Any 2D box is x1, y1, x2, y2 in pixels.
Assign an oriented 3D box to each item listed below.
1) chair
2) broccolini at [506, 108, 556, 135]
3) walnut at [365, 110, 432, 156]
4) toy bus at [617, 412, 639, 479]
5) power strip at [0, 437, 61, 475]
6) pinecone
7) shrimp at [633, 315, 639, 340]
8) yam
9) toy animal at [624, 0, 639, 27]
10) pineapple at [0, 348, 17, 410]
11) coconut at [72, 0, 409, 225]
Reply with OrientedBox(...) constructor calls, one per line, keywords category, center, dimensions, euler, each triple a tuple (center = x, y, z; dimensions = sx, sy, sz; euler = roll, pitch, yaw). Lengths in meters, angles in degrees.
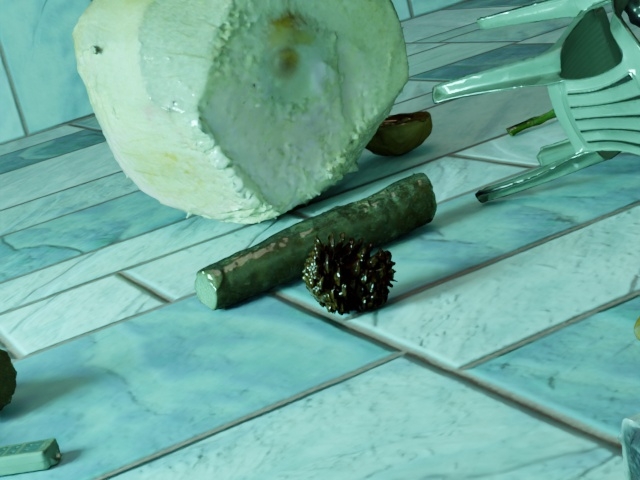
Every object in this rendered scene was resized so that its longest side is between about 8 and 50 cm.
OrientedBox(category="chair", center=(0.271, -0.141, 1.304), dimensions=(0.274, 0.203, 0.190), euler=(-12, 24, 43))
OrientedBox(category="broccolini", center=(0.311, -0.163, 1.678), dimensions=(0.140, 0.030, 0.035), euler=(-23, 52, -14))
OrientedBox(category="walnut", center=(0.102, -0.142, 1.732), dimensions=(0.091, 0.052, 0.121), euler=(-25, 20, -40))
OrientedBox(category="toy bus", center=(0.266, 0.128, 0.476), dimensions=(0.138, 0.097, 0.342), euler=(-19, 15, -24))
OrientedBox(category="power strip", center=(-0.239, 0.168, 0.975), dimensions=(0.083, 0.017, 0.027), euler=(-10, 14, 13))
OrientedBox(category="pinecone", center=(0.025, 0.029, 1.127), dimensions=(0.083, 0.077, 0.077), euler=(-5, 14, -5))
OrientedBox(category="shrimp", center=(0.273, 0.058, 0.885), dimensions=(0.108, 0.023, 0.059), euler=(-10, 25, 16))
OrientedBox(category="yam", center=(0.000, 0.000, 1.293), dimensions=(0.274, 0.061, 0.061), euler=(-22, 16, -24))
OrientedBox(category="toy animal", center=(0.472, -0.273, 1.339), dimensions=(0.310, 0.251, 0.251), euler=(17, 16, -1))
OrientedBox(category="pineapple", center=(-0.334, 0.125, 1.138), dimensions=(0.074, 0.074, 0.159), euler=(-28, 11, -41))
OrientedBox(category="coconut", center=(-0.121, -0.228, 1.627), dimensions=(0.404, 0.404, 0.404), euler=(-14, 15, 4))
